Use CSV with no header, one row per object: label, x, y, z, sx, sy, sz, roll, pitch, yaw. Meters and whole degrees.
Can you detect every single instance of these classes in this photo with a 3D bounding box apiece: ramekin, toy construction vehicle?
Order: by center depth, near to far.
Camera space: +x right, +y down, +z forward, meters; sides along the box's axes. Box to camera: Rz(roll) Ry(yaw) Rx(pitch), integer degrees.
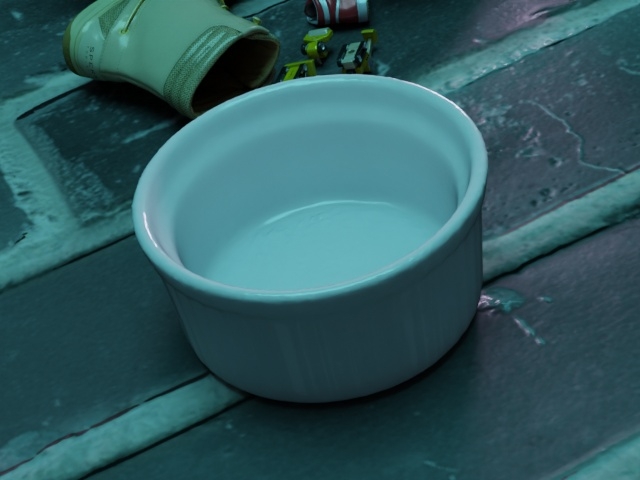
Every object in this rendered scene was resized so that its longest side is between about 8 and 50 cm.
ramekin,0.000,0.000,1.199,0.277,0.135,0.277,-7,39,6
toy construction vehicle,0.009,-0.174,1.490,0.086,0.035,0.098,-8,36,23

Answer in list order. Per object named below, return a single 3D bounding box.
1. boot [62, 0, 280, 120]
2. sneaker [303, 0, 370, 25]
boot,-0.105,-0.228,1.528,0.203,0.095,0.262,25,54,37
sneaker,0.011,-0.265,1.585,0.067,0.042,0.118,-10,41,-2
